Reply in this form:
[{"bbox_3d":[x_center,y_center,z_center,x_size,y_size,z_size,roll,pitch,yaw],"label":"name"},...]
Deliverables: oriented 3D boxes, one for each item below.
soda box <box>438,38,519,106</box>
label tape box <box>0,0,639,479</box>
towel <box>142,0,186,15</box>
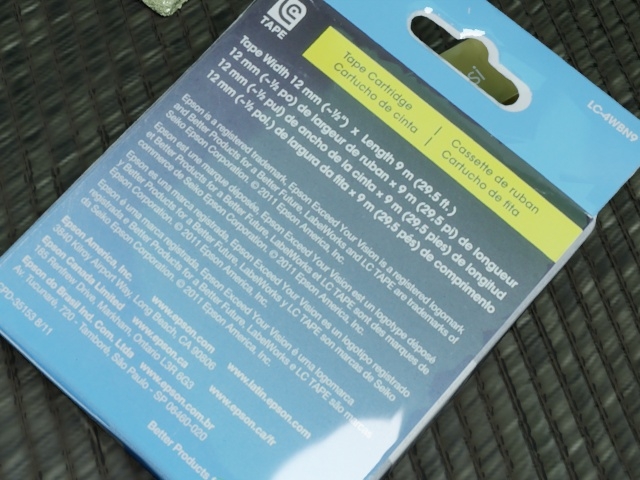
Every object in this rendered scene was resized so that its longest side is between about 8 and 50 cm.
[{"bbox_3d":[0.071,-0.085,0.926,0.181,0.061,0.058,-31,74,-25],"label":"soda box"},{"bbox_3d":[0.000,0.000,0.792,0.249,0.115,0.348,40,75,10],"label":"label tape box"},{"bbox_3d":[-0.119,-0.243,0.989,0.110,0.027,0.148,31,59,4],"label":"towel"}]
